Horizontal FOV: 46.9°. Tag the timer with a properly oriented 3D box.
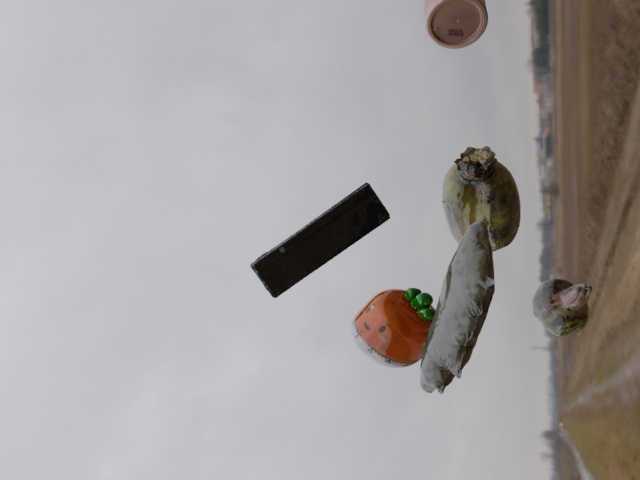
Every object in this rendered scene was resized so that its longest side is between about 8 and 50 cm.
[{"bbox_3d":[0.118,0.119,1.052,0.136,0.136,0.099,57,-168,-58],"label":"timer"}]

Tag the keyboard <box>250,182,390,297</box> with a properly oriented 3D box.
[{"bbox_3d":[0.000,0.000,1.175,0.072,0.231,0.023,55,178,-11],"label":"keyboard"}]

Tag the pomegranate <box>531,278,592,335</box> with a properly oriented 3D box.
[{"bbox_3d":[0.565,0.151,1.725,0.163,0.126,0.138,70,179,-68],"label":"pomegranate"}]

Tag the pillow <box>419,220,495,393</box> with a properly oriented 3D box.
[{"bbox_3d":[0.172,0.095,0.907,0.093,0.051,0.241,-124,46,-65],"label":"pillow"}]

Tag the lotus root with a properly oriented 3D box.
[{"bbox_3d":[0.306,-0.088,1.418,0.278,0.154,0.154,66,-152,-47],"label":"lotus root"}]

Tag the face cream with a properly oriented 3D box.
[{"bbox_3d":[0.326,-0.555,1.790,0.149,0.149,0.104,69,-163,-46],"label":"face cream"}]
